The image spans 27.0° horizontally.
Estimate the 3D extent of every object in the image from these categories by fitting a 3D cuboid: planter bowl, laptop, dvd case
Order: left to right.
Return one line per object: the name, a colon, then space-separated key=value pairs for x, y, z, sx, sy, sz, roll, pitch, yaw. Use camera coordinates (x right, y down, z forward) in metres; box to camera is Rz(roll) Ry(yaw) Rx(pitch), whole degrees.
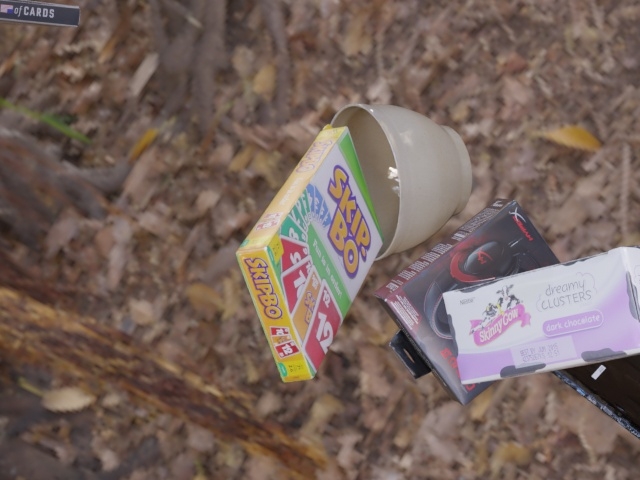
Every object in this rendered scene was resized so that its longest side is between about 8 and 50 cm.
dvd case: x=-0.425 y=-0.280 z=1.611 sx=0.239 sy=0.179 sz=0.029 roll=14 pitch=102 yaw=51
planter bowl: x=0.087 y=-0.066 z=1.380 sx=0.162 sy=0.109 sz=0.162 roll=29 pitch=123 yaw=58
laptop: x=0.367 y=0.229 z=1.605 sx=0.136 sy=0.264 sz=0.234 roll=-59 pitch=-15 yaw=26

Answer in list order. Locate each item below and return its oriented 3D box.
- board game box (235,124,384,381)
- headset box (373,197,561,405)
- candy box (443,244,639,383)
board game box: x=0.000 y=0.000 z=1.160 sx=0.039 sy=0.124 sz=0.259 roll=-10 pitch=25 yaw=20
headset box: x=0.245 y=0.105 z=2.130 sx=0.293 sy=0.218 sz=0.110 roll=-37 pitch=7 yaw=-4
candy box: x=0.215 y=0.046 z=0.940 sx=0.165 sy=0.196 sz=0.070 roll=-18 pitch=80 yaw=50
